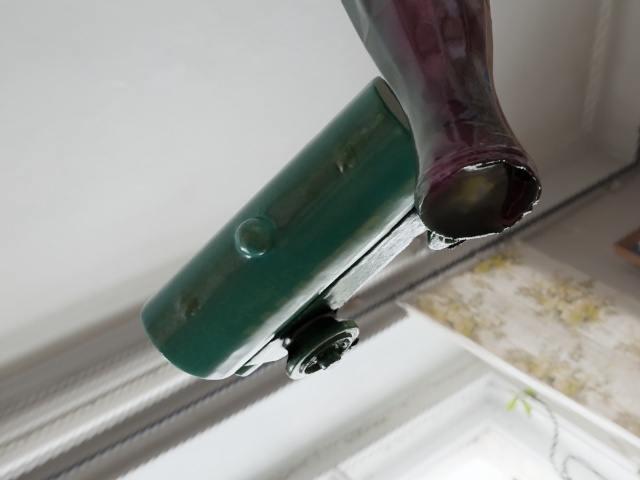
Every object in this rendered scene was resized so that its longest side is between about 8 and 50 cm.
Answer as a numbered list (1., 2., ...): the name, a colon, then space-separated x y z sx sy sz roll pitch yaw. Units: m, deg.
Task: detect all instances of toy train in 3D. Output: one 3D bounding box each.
1. toy train: 0.000 0.000 0.669 0.248 0.101 0.159 -44 -23 23

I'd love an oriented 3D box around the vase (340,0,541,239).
1. vase: 0.054 -0.101 0.550 0.086 0.214 0.086 -7 -35 -5
